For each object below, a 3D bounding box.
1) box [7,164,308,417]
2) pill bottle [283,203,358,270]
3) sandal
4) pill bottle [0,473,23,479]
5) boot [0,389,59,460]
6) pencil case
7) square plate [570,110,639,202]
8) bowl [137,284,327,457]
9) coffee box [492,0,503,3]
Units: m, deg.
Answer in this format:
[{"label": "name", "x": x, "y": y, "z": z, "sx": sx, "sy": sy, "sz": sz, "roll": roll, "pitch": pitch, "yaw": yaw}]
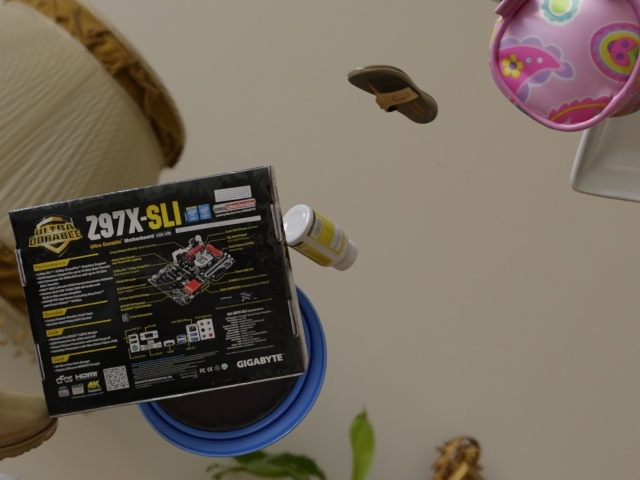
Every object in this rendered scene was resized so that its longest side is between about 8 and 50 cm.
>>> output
[{"label": "box", "x": -0.193, "y": 0.061, "z": 1.154, "sx": 0.079, "sy": 0.322, "sz": 0.257, "roll": -63, "pitch": 142, "yaw": -88}, {"label": "pill bottle", "x": 0.000, "y": 0.000, "z": 1.386, "sx": 0.116, "sy": 0.065, "sz": 0.065, "roll": 33, "pitch": -8, "yaw": -36}, {"label": "sandal", "x": 0.117, "y": -0.219, "z": 1.464, "sx": 0.072, "sy": 0.049, "sz": 0.180, "roll": -21, "pitch": -37, "yaw": 40}, {"label": "pill bottle", "x": -0.264, "y": 0.395, "z": 0.779, "sx": 0.361, "sy": 0.204, "sz": 0.204, "roll": 52, "pitch": -11, "yaw": 28}, {"label": "boot", "x": -0.421, "y": 0.131, "z": 1.070, "sx": 0.089, "sy": 0.236, "sz": 0.269, "roll": -127, "pitch": -143, "yaw": -51}, {"label": "pencil case", "x": 0.225, "y": -0.157, "z": 0.782, "sx": 0.124, "sy": 0.124, "sz": 0.284, "roll": 39, "pitch": 23, "yaw": 15}, {"label": "square plate", "x": 0.475, "y": -0.196, "z": 1.060, "sx": 0.344, "sy": 0.347, "sz": 0.049, "roll": 10, "pitch": 14, "yaw": -10}, {"label": "bowl", "x": -0.183, "y": 0.229, "z": 1.860, "sx": 0.391, "sy": 0.391, "sz": 0.077, "roll": 49, "pitch": -7, "yaw": -18}, {"label": "coffee box", "x": 0.336, "y": -0.537, "z": 1.521, "sx": 0.119, "sy": 0.297, "sz": 0.168, "roll": 30, "pitch": 10, "yaw": 25}]
